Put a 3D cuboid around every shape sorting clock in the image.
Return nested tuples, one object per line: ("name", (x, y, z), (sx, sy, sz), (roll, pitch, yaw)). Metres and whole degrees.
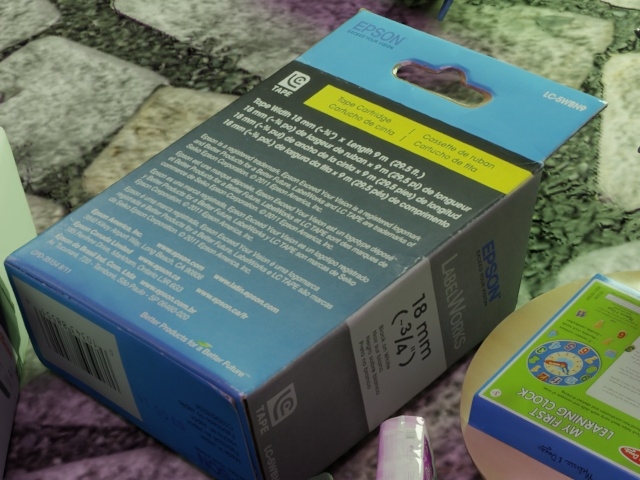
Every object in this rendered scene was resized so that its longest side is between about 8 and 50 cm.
("shape sorting clock", (0.185, 0.096, 1.173), (0.206, 0.040, 0.206), (-6, 41, 5))

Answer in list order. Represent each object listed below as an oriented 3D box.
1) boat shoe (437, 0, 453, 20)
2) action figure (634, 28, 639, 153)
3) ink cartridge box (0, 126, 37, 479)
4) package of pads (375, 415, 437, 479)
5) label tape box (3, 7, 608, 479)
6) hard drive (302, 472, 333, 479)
("boat shoe", (0.097, -0.238, 1.587), (0.109, 0.089, 0.258), (-19, 31, -29))
("action figure", (0.306, -0.036, 1.228), (0.164, 0.141, 0.276), (-32, 57, -19))
("ink cartridge box", (-0.316, 0.070, 1.279), (0.223, 0.129, 0.307), (-6, 38, 5))
("package of pads", (0.050, 0.147, 1.142), (0.032, 0.050, 0.083), (-6, 39, 9))
("label tape box", (0.000, 0.000, 1.296), (0.333, 0.106, 0.240), (-37, 43, -27))
("hard drive", (-0.124, 0.239, 1.014), (0.339, 0.064, 0.237), (-18, 17, -7))
